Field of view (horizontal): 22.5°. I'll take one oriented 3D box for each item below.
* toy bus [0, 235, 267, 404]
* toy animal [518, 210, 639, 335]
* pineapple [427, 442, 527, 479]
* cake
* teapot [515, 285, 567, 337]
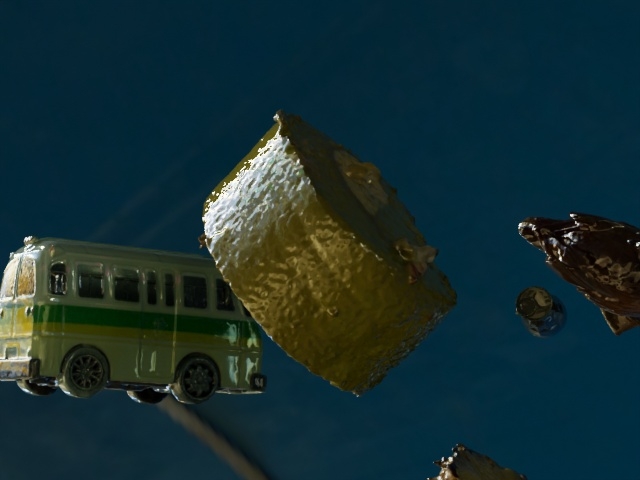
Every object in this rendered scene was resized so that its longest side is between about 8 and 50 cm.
[{"bbox_3d":[-0.197,0.088,1.681,0.134,0.276,0.164,-7,-101,55],"label":"toy bus"},{"bbox_3d":[0.261,0.015,1.453,0.188,0.089,0.179,25,-11,16],"label":"toy animal"},{"bbox_3d":[0.205,0.296,1.669,0.221,0.221,0.047,39,-76,19],"label":"pineapple"},{"bbox_3d":[0.000,0.000,1.441,0.156,0.179,0.260,-43,-140,11],"label":"cake"},{"bbox_3d":[0.198,0.063,1.450,0.043,0.111,0.043,-2,-98,12],"label":"teapot"}]
